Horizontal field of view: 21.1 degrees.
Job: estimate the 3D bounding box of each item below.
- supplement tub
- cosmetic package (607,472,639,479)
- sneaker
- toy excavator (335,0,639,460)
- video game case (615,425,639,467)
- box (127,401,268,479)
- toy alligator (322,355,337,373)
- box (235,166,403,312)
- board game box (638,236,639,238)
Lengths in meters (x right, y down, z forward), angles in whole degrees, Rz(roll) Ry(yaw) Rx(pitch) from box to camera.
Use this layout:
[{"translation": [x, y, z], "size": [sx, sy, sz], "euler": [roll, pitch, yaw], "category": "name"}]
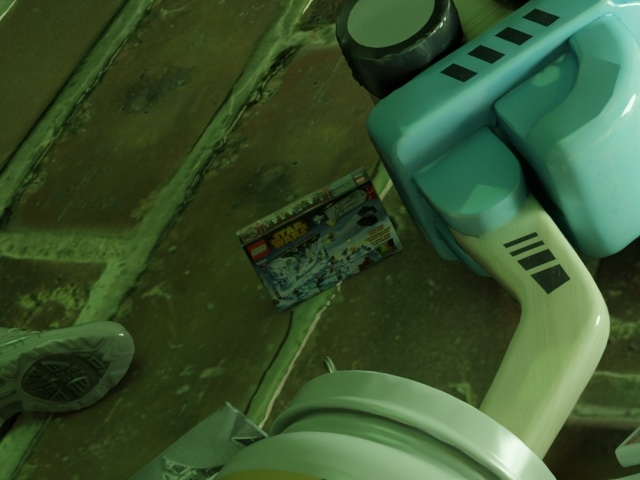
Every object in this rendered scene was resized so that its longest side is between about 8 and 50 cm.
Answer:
[{"translation": [-0.001, 0.269, 1.044], "size": [0.241, 0.241, 0.331], "euler": [5, 49, 35], "category": "supplement tub"}, {"translation": [0.196, 0.329, 1.124], "size": [0.284, 0.097, 0.377], "euler": [-15, 39, 13], "category": "cosmetic package"}, {"translation": [-0.290, 0.116, 1.679], "size": [0.232, 0.090, 0.115], "euler": [-19, 35, 10], "category": "sneaker"}, {"translation": [0.170, -0.029, 1.418], "size": [0.433, 0.222, 0.445], "euler": [-34, 46, -4], "category": "toy excavator"}, {"translation": [0.314, 0.117, 1.278], "size": [0.143, 0.019, 0.157], "euler": [-21, 7, 43], "category": "video game case"}, {"translation": [-0.110, 0.259, 1.425], "size": [0.231, 0.056, 0.183], "euler": [-38, 39, -14], "category": "box"}, {"translation": [0.016, 0.168, 1.453], "size": [0.051, 0.056, 0.189], "euler": [-28, 37, -1], "category": "toy alligator"}, {"translation": [0.000, 0.000, 1.629], "size": [0.137, 0.094, 0.027], "euler": [-27, 38, 0], "category": "box"}, {"translation": [0.314, -0.066, 1.553], "size": [0.170, 0.048, 0.141], "euler": [20, 57, 44], "category": "board game box"}]
